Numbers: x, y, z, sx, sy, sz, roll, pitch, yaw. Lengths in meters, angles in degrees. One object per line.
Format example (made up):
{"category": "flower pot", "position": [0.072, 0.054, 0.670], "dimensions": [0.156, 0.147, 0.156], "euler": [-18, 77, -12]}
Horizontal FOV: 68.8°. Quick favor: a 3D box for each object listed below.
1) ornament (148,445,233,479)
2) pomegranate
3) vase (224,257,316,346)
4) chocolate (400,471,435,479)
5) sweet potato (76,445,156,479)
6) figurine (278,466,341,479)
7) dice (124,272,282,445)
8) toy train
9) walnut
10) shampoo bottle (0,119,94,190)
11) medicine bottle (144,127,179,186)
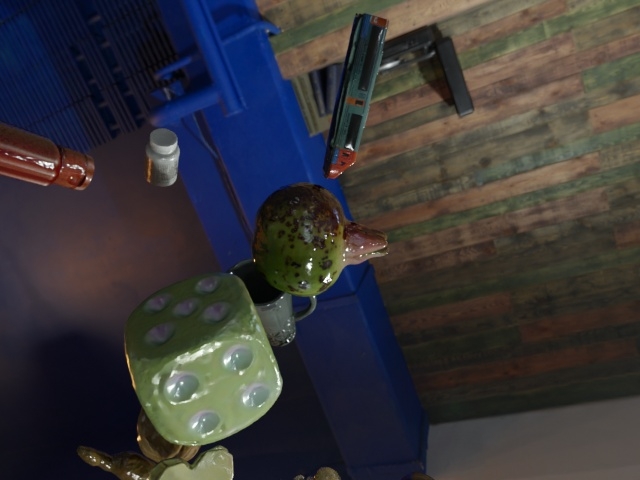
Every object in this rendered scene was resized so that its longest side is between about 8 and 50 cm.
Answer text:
{"category": "ornament", "position": [-0.309, 0.607, 1.136], "dimensions": [0.201, 0.180, 0.059], "euler": [-1, -179, -34]}
{"category": "pomegranate", "position": [0.000, 0.000, 0.845], "dimensions": [0.248, 0.214, 0.214], "euler": [2, -162, 6]}
{"category": "vase", "position": [-0.131, 0.191, 1.339], "dimensions": [0.251, 0.301, 0.156], "euler": [-2, -130, 7]}
{"category": "chocolate", "position": [0.306, 0.806, 1.445], "dimensions": [0.177, 0.177, 0.177], "euler": [-19, -165, 5]}
{"category": "sweet potato", "position": [-0.527, 0.600, 1.252], "dimensions": [0.075, 0.269, 0.075], "euler": [-38, -149, 28]}
{"category": "figurine", "position": [-0.028, 0.728, 1.371], "dimensions": [0.196, 0.114, 0.108], "euler": [-15, -166, 28]}
{"category": "dice", "position": [-0.233, 0.232, 0.956], "dimensions": [0.250, 0.252, 0.254], "euler": [-20, -150, -13]}
{"category": "toy train", "position": [0.085, -0.356, 1.200], "dimensions": [0.089, 0.409, 0.086], "euler": [7, -159, -14]}
{"category": "walnut", "position": [-0.401, 0.493, 1.281], "dimensions": [0.213, 0.213, 0.213], "euler": [-19, -165, 5]}
{"category": "shampoo bottle", "position": [-0.437, -0.128, 0.622], "dimensions": [0.064, 0.102, 0.260], "euler": [-54, 149, 12]}
{"category": "medicine bottle", "position": [-0.391, -0.204, 1.154], "dimensions": [0.079, 0.079, 0.140], "euler": [-32, 162, -36]}
